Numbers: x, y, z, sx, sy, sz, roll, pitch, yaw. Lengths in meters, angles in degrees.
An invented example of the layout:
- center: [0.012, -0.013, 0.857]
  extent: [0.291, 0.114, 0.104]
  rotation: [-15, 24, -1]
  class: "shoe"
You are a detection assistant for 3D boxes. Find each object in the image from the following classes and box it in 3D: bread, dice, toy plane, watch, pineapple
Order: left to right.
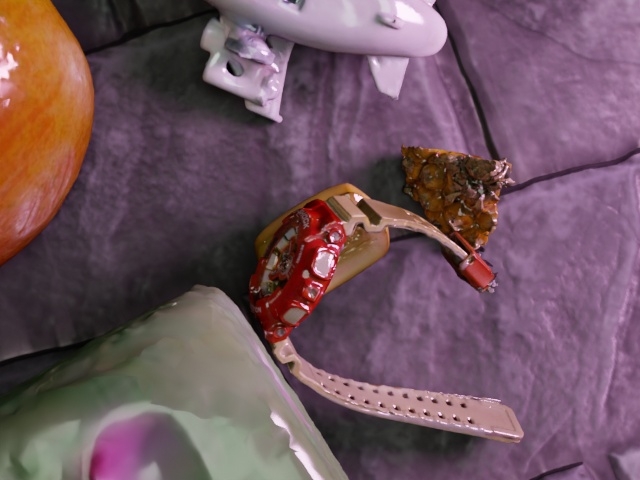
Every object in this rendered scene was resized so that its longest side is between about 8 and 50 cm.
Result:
- center: [-0.125, 0.242, 0.746]
  extent: [0.322, 0.318, 0.330]
  rotation: [-33, 90, -5]
  class: "dice"
- center: [-0.007, -0.216, 0.881]
  extent: [0.245, 0.117, 0.244]
  rotation: [1, 104, 5]
  class: "toy plane"
- center: [0.000, 0.000, 0.897]
  extent: [0.115, 0.056, 0.082]
  rotation: [-35, 109, 6]
  class: "bread"
- center: [0.073, 0.064, 0.855]
  extent: [0.268, 0.102, 0.164]
  rotation: [16, 105, -19]
  class: "watch"
- center: [0.132, -0.052, 0.895]
  extent: [0.077, 0.114, 0.114]
  rotation: [-33, 95, -24]
  class: "pineapple"

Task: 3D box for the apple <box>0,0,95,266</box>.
- center: [-0.329, -0.068, 0.825]
  extent: [0.346, 0.179, 0.254]
  rotation: [-48, 131, -4]
  class: "apple"
